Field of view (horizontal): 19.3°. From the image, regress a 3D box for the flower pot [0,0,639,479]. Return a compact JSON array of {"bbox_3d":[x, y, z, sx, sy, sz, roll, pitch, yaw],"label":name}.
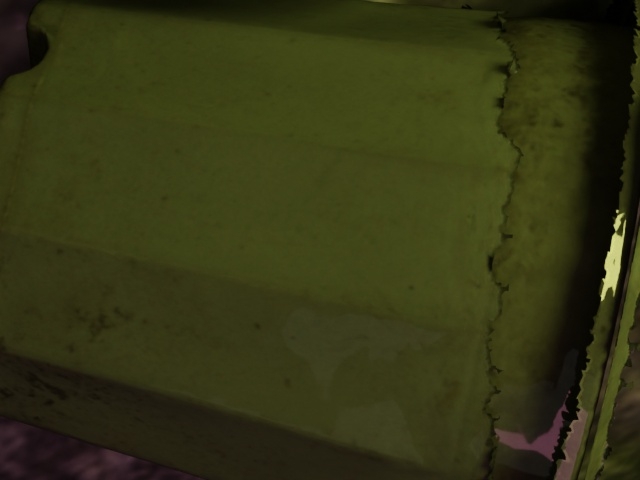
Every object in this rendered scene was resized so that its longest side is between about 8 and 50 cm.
[{"bbox_3d":[0.000,0.000,0.774,0.259,0.290,0.290,13,139,3],"label":"flower pot"}]
